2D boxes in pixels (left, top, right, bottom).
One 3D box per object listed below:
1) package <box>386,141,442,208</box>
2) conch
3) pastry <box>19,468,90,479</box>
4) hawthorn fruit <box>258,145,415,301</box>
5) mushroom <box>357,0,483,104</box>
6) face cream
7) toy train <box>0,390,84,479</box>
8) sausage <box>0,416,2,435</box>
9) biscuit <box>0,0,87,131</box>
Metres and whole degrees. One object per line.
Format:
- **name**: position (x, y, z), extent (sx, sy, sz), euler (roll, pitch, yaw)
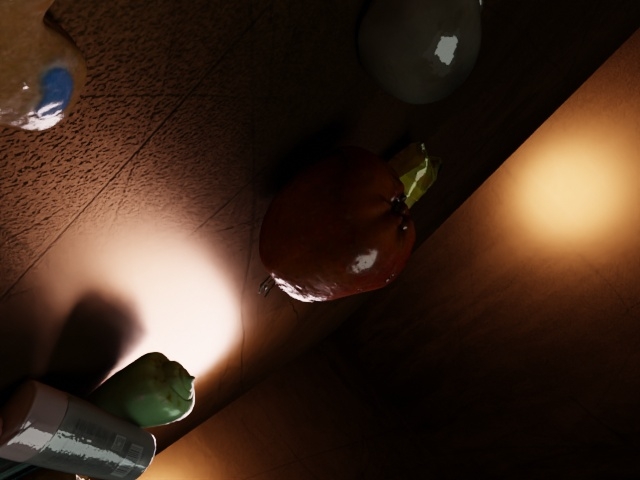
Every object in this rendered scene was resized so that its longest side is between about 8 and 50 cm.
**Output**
- **package**: position (0.167, -0.120, 1.003), extent (0.168, 0.090, 0.226), euler (-45, 168, 13)
- **conch**: position (-0.345, 0.301, 0.952), extent (0.251, 0.137, 0.143), euler (-32, -168, 19)
- **pastry**: position (-0.531, 0.487, 0.820), extent (0.284, 0.184, 0.316), euler (-19, 173, 35)
- **hawthorn fruit**: position (0.000, 0.000, 0.753), extent (0.299, 0.211, 0.211), euler (-34, 170, 28)
- **mushroom**: position (0.117, -0.216, 0.551), extent (0.141, 0.117, 0.188), euler (-27, 171, 2)
- **face cream**: position (-0.373, 0.308, 0.787), extent (0.107, 0.073, 0.269), euler (-61, 144, -20)
- **toy train**: position (-0.515, 0.330, 0.707), extent (0.089, 0.086, 0.409), euler (-46, 164, 24)
- **sausage**: position (-0.458, 0.237, 0.605), extent (0.062, 0.062, 0.154), euler (-41, 166, 8)
- **biscuit**: position (-0.252, -0.063, 0.207), extent (0.324, 0.049, 0.205), euler (-27, 163, -33)
